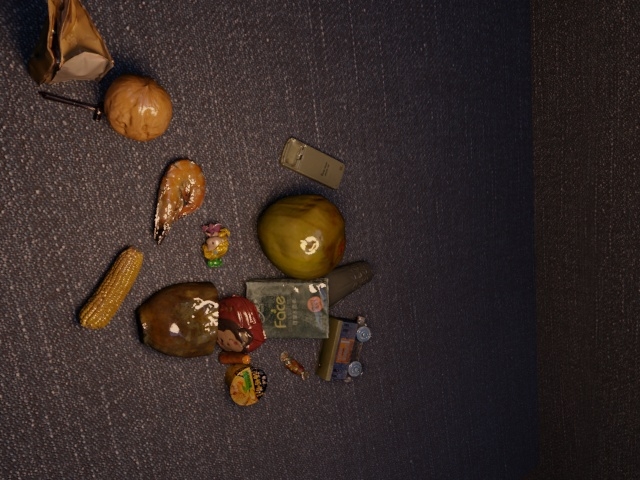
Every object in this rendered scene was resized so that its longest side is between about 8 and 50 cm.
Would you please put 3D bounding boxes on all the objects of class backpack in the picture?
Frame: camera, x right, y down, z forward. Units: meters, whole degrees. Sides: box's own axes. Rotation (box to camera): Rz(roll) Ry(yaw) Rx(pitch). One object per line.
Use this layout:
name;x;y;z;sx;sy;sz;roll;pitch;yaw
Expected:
backpack;-0.303;0.303;1.686;0.138;0.229;0.229;-20;109;-49

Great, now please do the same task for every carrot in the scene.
carrot;-0.323;0.440;1.726;0.055;0.161;0.055;12;73;-43

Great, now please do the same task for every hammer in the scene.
hammer;-0.758;-0.416;1.403;0.178;0.021;0.065;10;93;-32

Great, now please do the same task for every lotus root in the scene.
lotus root;-0.499;0.280;1.602;0.260;0.149;0.267;5;92;-33

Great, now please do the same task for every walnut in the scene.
walnut;-0.557;-0.409;1.414;0.195;0.221;0.196;12;65;-26

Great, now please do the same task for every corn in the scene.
corn;-0.677;0.153;1.501;0.101;0.101;0.292;33;76;-31

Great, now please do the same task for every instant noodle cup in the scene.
instant noodle cup;-0.297;0.545;1.781;0.151;0.122;0.152;-4;97;-30

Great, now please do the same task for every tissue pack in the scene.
tissue pack;-0.124;0.260;1.772;0.315;0.103;0.228;-1;97;4

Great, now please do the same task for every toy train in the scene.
toy train;0.098;0.471;2.018;0.201;0.131;0.300;11;91;-25

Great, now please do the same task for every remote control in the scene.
remote control;-0.031;-0.309;1.867;0.285;0.038;0.124;19;86;-31

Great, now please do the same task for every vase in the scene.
vase;0.081;0.187;1.958;0.300;0.156;0.251;-20;135;-34

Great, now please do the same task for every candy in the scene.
candy;-0.105;0.535;1.942;0.182;0.046;0.053;47;71;-26

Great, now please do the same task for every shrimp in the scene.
shrimp;-0.490;-0.126;1.593;0.164;0.062;0.317;20;84;-35

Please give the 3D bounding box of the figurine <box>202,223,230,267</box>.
figurine;-0.370;0.020;1.676;0.114;0.094;0.156;1;78;-53

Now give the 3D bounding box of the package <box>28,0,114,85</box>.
package;-0.709;-0.520;1.244;0.165;0.311;0.221;-38;116;-24

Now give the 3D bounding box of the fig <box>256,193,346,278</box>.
fig;-0.077;-0.014;1.720;0.343;0.343;0.344;-5;100;-31
